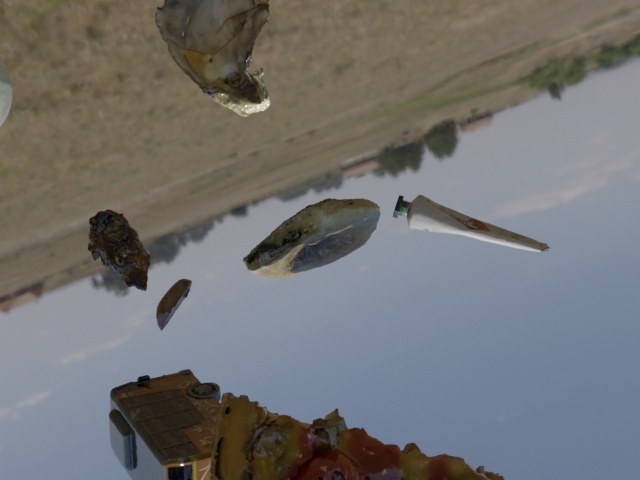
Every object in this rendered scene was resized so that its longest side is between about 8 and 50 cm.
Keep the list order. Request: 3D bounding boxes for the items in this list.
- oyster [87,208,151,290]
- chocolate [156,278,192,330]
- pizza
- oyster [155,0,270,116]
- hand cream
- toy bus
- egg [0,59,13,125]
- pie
[{"bbox_3d":[-0.270,0.011,1.340,0.132,0.086,0.029,24,-172,28],"label":"oyster"},{"bbox_3d":[-0.253,0.105,1.670,0.101,0.031,0.064,-60,176,-45],"label":"chocolate"},{"bbox_3d":[0.061,0.364,1.315,0.406,0.440,0.130,-19,161,1],"label":"pizza"},{"bbox_3d":[-0.176,-0.360,1.785,0.275,0.271,0.100,11,170,29],"label":"oyster"},{"bbox_3d":[0.320,-0.028,2.096,0.336,0.076,0.121,16,-168,5],"label":"hand cream"},{"bbox_3d":[-0.242,0.363,1.742,0.194,0.162,0.323,-10,-159,-28],"label":"toy bus"},{"bbox_3d":[-0.711,-0.259,1.709,0.345,0.283,0.283,1,175,-24],"label":"egg"},{"bbox_3d":[-0.001,-0.003,1.483,0.218,0.052,0.185,-37,160,34],"label":"pie"}]
